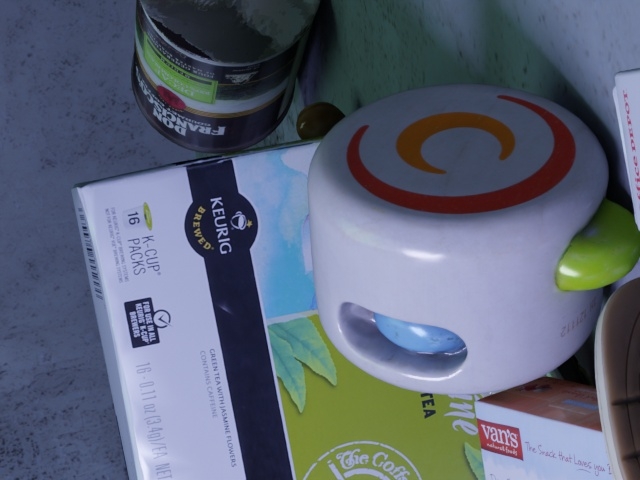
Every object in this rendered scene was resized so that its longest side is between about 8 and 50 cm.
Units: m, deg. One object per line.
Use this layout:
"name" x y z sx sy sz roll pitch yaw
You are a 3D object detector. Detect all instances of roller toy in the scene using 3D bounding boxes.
"roller toy" 0.088 0.000 1.023 0.209 0.191 0.146 -116 17 -53

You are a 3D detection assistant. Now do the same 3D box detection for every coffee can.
"coffee can" -0.113 -0.240 1.799 0.275 0.201 0.201 113 144 -71

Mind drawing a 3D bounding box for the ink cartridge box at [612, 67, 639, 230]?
"ink cartridge box" 0.197 -0.048 0.785 0.122 0.052 0.088 -168 68 -77

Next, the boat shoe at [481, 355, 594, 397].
"boat shoe" 0.163 0.125 1.106 0.068 0.081 0.228 -2 -118 -56

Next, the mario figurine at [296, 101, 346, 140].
"mario figurine" 0.000 0.000 1.558 0.198 0.170 0.320 92 164 -45

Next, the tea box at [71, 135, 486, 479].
"tea box" -0.010 0.084 1.265 0.220 0.323 0.329 -172 70 -79

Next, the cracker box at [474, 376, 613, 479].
"cracker box" 0.182 0.211 0.983 0.155 0.067 0.232 8 111 59

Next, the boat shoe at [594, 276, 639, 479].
"boat shoe" 0.210 0.165 0.809 0.098 0.109 0.302 112 140 -69
